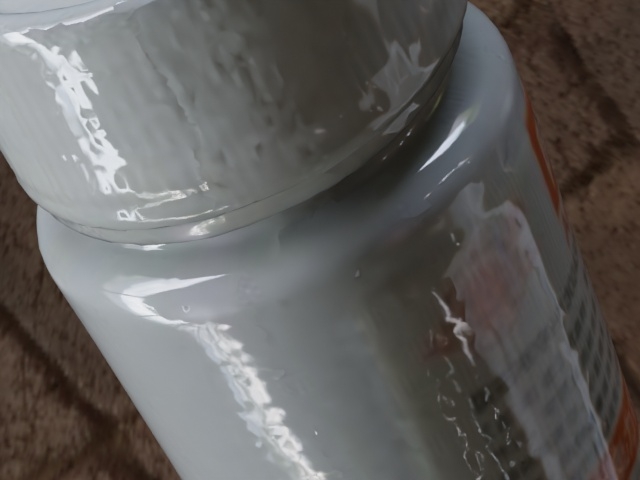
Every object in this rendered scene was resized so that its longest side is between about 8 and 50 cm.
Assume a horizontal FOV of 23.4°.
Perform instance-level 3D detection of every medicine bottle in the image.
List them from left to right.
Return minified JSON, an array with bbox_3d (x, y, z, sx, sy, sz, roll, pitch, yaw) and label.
[{"bbox_3d":[0.000,0.000,0.662,0.211,0.211,0.371,-26,126,0],"label":"medicine bottle"}]
